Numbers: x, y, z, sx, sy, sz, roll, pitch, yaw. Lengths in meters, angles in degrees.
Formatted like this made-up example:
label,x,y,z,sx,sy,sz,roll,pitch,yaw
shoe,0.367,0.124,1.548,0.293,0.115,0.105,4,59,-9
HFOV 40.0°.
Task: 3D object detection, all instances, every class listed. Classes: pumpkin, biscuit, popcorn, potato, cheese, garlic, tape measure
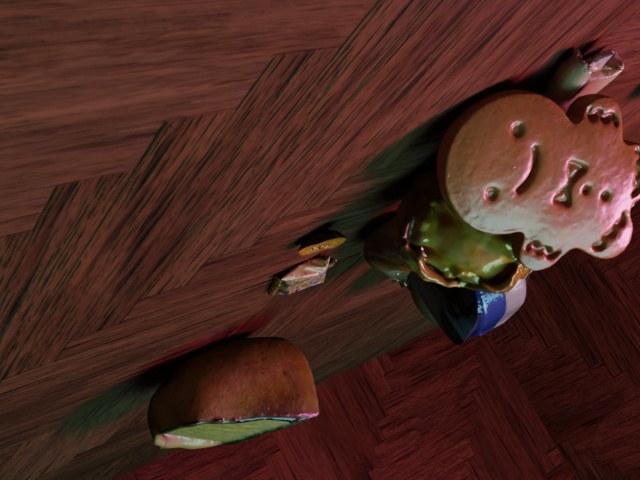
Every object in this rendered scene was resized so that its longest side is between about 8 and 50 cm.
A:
label,x,y,z,sx,sy,sz,roll,pitch,yaw
pumpkin,0.000,-0.001,1.438,0.083,0.028,0.050,-20,165,-1
biscuit,0.335,-0.092,1.280,0.354,0.052,0.275,19,103,-23
popcorn,0.246,-0.031,1.425,0.250,0.250,0.190,-32,-177,13
potato,-0.220,0.304,1.824,0.280,0.213,0.330,10,152,-42
cheese,0.373,-0.222,1.346,0.127,0.050,0.235,-23,164,-29
garlic,0.147,0.011,1.623,0.207,0.128,0.115,102,6,-77
tape measure,0.281,0.039,1.699,0.138,0.259,0.262,-25,162,-19

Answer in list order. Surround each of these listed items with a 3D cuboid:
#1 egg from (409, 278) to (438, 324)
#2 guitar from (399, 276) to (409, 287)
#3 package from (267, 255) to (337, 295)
label,x,y,z,sx,sy,sz,roll,pitch,yaw
egg,0.324,0.085,2.016,0.218,0.218,0.295,-36,173,27
guitar,0.303,0.064,2.310,0.233,0.025,0.088,-21,163,-29
package,-0.035,0.067,1.613,0.120,0.031,0.108,-19,164,-18
